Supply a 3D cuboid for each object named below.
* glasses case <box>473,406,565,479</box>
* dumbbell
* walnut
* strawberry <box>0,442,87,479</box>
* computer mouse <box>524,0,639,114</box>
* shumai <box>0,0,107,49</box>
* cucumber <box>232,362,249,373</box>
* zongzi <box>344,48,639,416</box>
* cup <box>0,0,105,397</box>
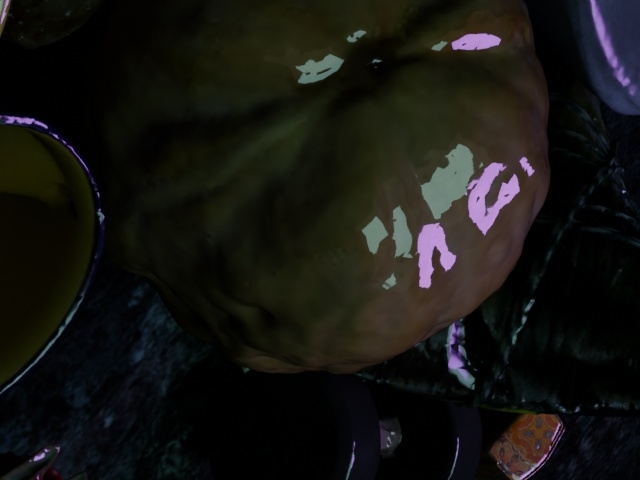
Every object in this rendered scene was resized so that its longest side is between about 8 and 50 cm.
[{"bbox_3d":[0.152,0.190,1.561,0.075,0.049,0.218,-43,-172,-18],"label":"glasses case"},{"bbox_3d":[0.024,0.170,1.419,0.218,0.152,0.152,7,112,-53],"label":"dumbbell"},{"bbox_3d":[-0.013,-0.067,1.035,0.306,0.306,0.344,-49,-179,-10],"label":"walnut"},{"bbox_3d":[-0.298,0.231,1.130,0.233,0.138,0.306,8,138,-33],"label":"strawberry"},{"bbox_3d":[0.222,-0.263,1.334,0.188,0.122,0.371,-49,137,-22],"label":"computer mouse"},{"bbox_3d":[-0.172,-0.178,0.936,0.105,0.123,0.139,-13,142,-31],"label":"shumai"},{"bbox_3d":[0.000,0.000,1.323,0.244,0.063,0.115,-50,173,-13],"label":"cucumber"},{"bbox_3d":[0.215,0.047,1.340,0.383,0.362,0.319,-37,137,-57],"label":"zongzi"},{"bbox_3d":[-0.227,-0.074,0.815,0.255,0.256,0.178,-50,147,-3],"label":"cup"}]
